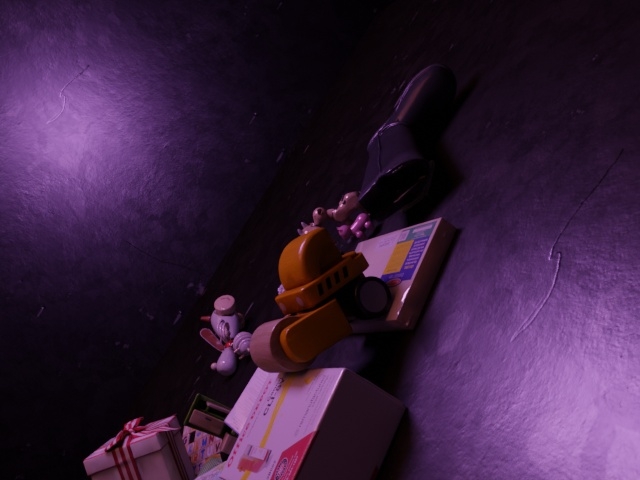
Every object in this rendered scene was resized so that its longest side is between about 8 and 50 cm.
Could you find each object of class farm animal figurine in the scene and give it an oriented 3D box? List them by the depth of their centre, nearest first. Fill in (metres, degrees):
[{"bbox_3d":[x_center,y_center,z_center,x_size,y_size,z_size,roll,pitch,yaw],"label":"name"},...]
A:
[{"bbox_3d":[0.000,0.000,1.941,0.327,0.172,0.330,-41,15,43],"label":"farm animal figurine"}]

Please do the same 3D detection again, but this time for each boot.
[{"bbox_3d":[0.251,-0.283,1.777,0.367,0.146,0.445,-54,7,26],"label":"boot"}]

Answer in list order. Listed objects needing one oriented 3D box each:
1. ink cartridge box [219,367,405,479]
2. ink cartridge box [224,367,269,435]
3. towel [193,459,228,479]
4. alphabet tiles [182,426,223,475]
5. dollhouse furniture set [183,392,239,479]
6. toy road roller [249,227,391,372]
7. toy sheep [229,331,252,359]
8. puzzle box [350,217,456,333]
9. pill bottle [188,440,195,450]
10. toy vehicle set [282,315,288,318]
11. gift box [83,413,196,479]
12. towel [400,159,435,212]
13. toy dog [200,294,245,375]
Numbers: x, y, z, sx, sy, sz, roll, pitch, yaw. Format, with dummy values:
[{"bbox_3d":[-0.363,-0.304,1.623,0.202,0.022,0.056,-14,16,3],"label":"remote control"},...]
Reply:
[{"bbox_3d":[-0.034,0.422,1.336,0.385,0.160,0.279,-24,36,63],"label":"ink cartridge box"},{"bbox_3d":[-0.133,0.433,1.679,0.206,0.045,0.208,23,76,49],"label":"ink cartridge box"},{"bbox_3d":[-0.327,0.687,1.488,0.320,0.090,0.374,-38,7,28],"label":"towel"},{"bbox_3d":[-0.384,0.656,2.071,0.237,0.009,0.198,-34,39,35],"label":"alphabet tiles"},{"bbox_3d":[-0.335,0.603,1.797,0.301,0.151,0.197,-66,10,-13],"label":"dollhouse furniture set"},{"bbox_3d":[-0.032,0.123,1.441,0.330,0.240,0.202,-32,3,-29],"label":"toy road roller"},{"bbox_3d":[-0.266,0.365,2.251,0.091,0.091,0.132,-57,31,1],"label":"toy sheep"},{"bbox_3d":[0.153,0.101,1.597,0.272,0.052,0.409,-62,17,-19],"label":"puzzle box"},{"bbox_3d":[-0.430,0.698,2.166,0.043,0.043,0.083,-61,17,-15],"label":"pill bottle"},{"bbox_3d":[-0.077,0.276,1.958,0.267,0.035,0.166,-39,24,46],"label":"toy vehicle set"},{"bbox_3d":[-0.508,0.661,1.913,0.276,0.258,0.255,-21,-2,-4],"label":"gift box"},{"bbox_3d":[0.269,-0.152,1.785,0.110,0.027,0.148,-35,27,50],"label":"towel"},{"bbox_3d":[-0.387,0.357,2.423,0.161,0.220,0.333,-12,20,7],"label":"toy dog"}]
